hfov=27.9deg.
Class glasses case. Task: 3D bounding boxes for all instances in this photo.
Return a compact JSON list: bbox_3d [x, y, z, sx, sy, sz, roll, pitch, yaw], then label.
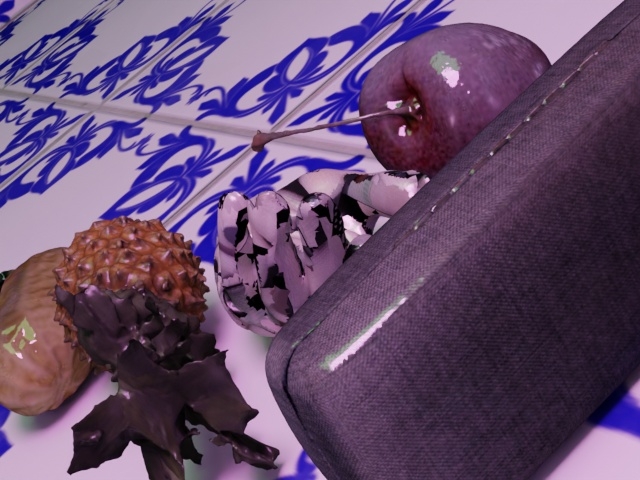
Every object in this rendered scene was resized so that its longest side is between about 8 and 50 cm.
[{"bbox_3d":[0.119,0.000,0.625,0.323,0.131,0.074,-43,28,-17],"label":"glasses case"}]

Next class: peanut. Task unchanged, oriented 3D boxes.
[{"bbox_3d":[-0.210,0.062,1.003,0.093,0.083,0.194,-27,25,17],"label":"peanut"}]

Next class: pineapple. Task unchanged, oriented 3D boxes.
[{"bbox_3d":[-0.110,0.075,0.824,0.119,0.130,0.277,-8,19,-11],"label":"pineapple"}]

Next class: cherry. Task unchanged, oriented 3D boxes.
[{"bbox_3d":[0.074,-0.091,0.877,0.188,0.115,0.148,-7,43,49],"label":"cherry"}]

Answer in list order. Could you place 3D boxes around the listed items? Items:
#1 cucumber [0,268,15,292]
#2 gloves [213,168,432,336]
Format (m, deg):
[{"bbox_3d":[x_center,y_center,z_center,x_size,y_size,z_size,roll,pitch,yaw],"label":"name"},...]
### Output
[{"bbox_3d":[-0.279,0.066,1.120,0.220,0.070,0.046,-32,54,12],"label":"cucumber"},{"bbox_3d":[-0.002,0.009,0.805,0.127,0.111,0.212,-5,13,-15],"label":"gloves"}]
